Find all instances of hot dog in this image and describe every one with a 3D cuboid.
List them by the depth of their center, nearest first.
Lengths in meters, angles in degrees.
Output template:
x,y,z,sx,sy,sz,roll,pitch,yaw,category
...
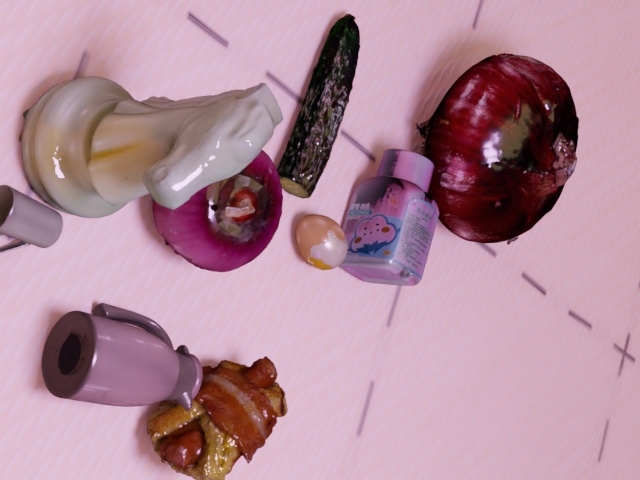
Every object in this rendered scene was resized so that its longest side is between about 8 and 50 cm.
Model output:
x,y,z,sx,sy,sz,roll,pitch,yaw,category
-0.129,0.222,1.895,0.213,0.146,0.103,-49,153,-41,hot dog

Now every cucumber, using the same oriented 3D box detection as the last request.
x,y,z,sx,sy,sz,roll,pitch,yaw,category
0.008,-0.200,2.084,0.067,0.068,0.293,38,64,-43,cucumber

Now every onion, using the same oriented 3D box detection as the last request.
x,y,z,sx,sy,sz,roll,pitch,yaw,category
-0.127,-0.048,1.875,0.177,0.153,0.177,7,82,-61,onion
0.296,-0.135,2.288,0.314,0.232,0.314,-37,140,-39,onion

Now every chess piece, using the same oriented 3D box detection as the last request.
x,y,z,sx,sy,sz,roll,pitch,yaw,category
-0.189,-0.107,1.687,0.176,0.298,0.175,-2,93,-51,chess piece

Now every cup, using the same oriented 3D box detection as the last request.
x,y,z,sx,sy,sz,roll,pitch,yaw,category
-0.346,-0.016,1.695,0.083,0.054,0.075,29,70,-48,cup

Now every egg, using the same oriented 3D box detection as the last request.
x,y,z,sx,sy,sz,roll,pitch,yaw,category
0.000,0.000,2.080,0.083,0.071,0.071,51,56,-33,egg

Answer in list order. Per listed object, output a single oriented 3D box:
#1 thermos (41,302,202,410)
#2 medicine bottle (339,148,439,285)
x,y,z,sx,sy,sz,roll,pitch,yaw,category
-0.234,0.141,1.794,0.193,0.105,0.137,17,41,-42,thermos
0.107,-0.035,2.162,0.094,0.119,0.188,33,68,-45,medicine bottle
